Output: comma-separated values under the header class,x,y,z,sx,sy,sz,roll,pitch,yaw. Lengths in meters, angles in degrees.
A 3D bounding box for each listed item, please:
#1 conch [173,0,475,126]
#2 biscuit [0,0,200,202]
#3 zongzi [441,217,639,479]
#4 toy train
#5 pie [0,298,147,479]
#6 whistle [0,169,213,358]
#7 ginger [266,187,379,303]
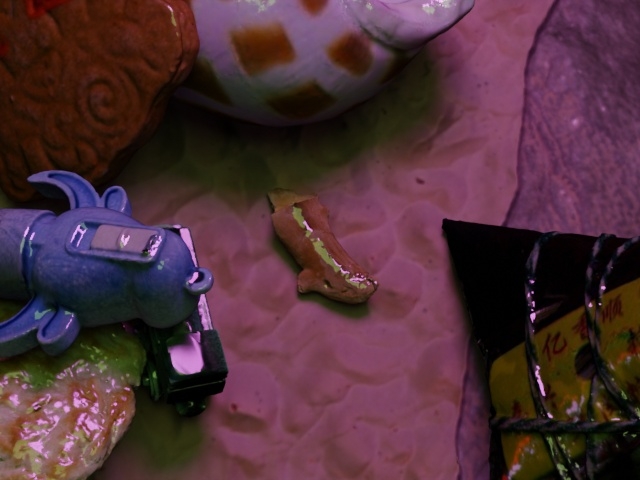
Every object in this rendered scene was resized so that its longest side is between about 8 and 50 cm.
class,x,y,z,sx,sy,sz,roll,pitch,yaw
conch,-0.061,-0.214,1.764,0.368,0.197,0.249,24,36,4
biscuit,-0.240,-0.168,1.710,0.257,0.273,0.049,55,33,11
zongzi,0.251,0.072,1.663,0.383,0.319,0.362,-33,58,20
toy train,-0.124,0.061,1.689,0.071,0.111,0.170,-10,69,-14
pie,-0.244,0.129,1.652,0.201,0.090,0.248,13,56,11
whistle,-0.210,0.019,1.629,0.269,0.093,0.180,6,55,24
ginger,-0.005,0.003,1.761,0.057,0.044,0.137,-24,73,-33
